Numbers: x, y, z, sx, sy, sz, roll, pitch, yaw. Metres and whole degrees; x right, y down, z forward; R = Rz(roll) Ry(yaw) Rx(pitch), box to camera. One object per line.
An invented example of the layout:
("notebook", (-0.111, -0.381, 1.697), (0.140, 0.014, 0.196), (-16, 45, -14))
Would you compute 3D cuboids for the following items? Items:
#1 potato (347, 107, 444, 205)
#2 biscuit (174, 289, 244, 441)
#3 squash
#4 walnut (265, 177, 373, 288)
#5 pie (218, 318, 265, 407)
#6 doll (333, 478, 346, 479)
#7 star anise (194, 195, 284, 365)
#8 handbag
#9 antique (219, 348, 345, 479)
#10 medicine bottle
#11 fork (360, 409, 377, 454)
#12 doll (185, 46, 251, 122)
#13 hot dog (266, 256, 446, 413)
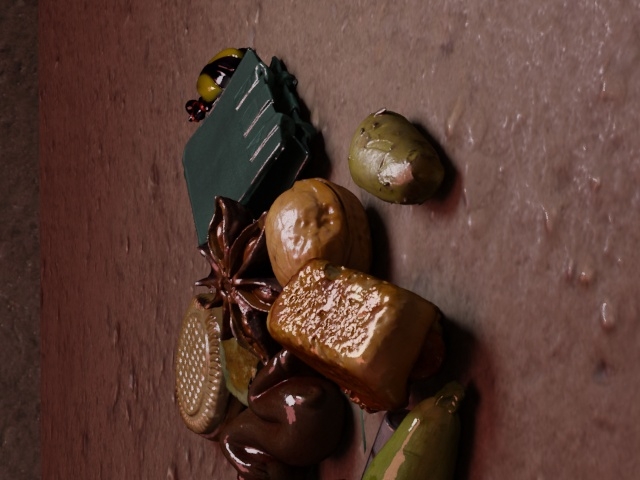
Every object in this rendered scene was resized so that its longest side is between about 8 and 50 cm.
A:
("potato", (0.094, -0.098, 1.700), (0.105, 0.085, 0.188), (-59, 31, 6))
("biscuit", (-0.187, 0.214, 2.326), (0.259, 0.079, 0.259), (-175, 90, -68))
("squash", (0.086, 0.329, 1.596), (0.118, 0.118, 0.370), (-128, 49, -59))
("walnut", (0.000, 0.000, 1.826), (0.144, 0.144, 0.180), (-54, 47, 52))
("pie", (-0.082, 0.111, 2.101), (0.302, 0.067, 0.302), (-30, 56, 58))
("doll", (0.032, 0.397, 1.778), (0.109, 0.057, 0.169), (102, 154, -61))
("star anise", (-0.087, 0.050, 1.949), (0.214, 0.099, 0.220), (27, 113, 32))
("handbag", (-0.113, -0.135, 2.129), (0.238, 0.089, 0.326), (-55, 27, 24))
("antique", (-0.046, 0.278, 1.930), (0.257, 0.121, 0.143), (-57, 44, 37))
("medicine bottle", (0.078, 0.300, 1.693), (0.057, 0.057, 0.199), (-118, 39, -53))
("fork", (0.057, 0.216, 1.764), (0.235, 0.021, 0.039), (-99, 17, -68))
("doll", (-0.180, -0.271, 2.394), (0.248, 0.088, 0.127), (180, 94, -71))
("hot dog", (0.058, 0.118, 1.645), (0.150, 0.153, 0.256), (-58, 32, -9))
